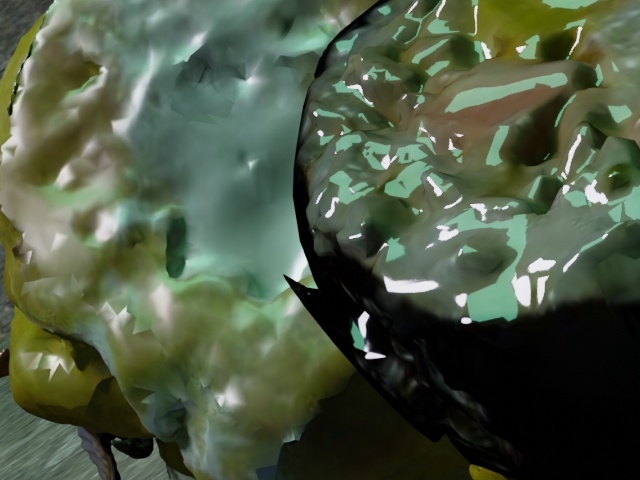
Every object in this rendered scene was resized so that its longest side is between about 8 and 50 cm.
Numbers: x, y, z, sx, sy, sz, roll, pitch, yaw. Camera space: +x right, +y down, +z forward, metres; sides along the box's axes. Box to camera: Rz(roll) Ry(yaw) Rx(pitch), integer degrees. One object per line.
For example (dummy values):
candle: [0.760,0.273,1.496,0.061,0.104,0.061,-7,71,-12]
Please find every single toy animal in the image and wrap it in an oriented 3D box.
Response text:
toy animal: [-0.158,0.121,1.269,0.272,0.160,0.197,-56,-9,3]

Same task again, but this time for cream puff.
cream puff: [0.000,0.000,1.006,0.378,0.378,0.275,-30,-19,10]

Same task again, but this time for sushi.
sushi: [0.184,0.002,0.706,0.328,0.285,0.329,-39,32,-11]

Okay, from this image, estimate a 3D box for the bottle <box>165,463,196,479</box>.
bottle: [-0.017,0.113,1.273,0.072,0.072,0.201,-20,15,48]
